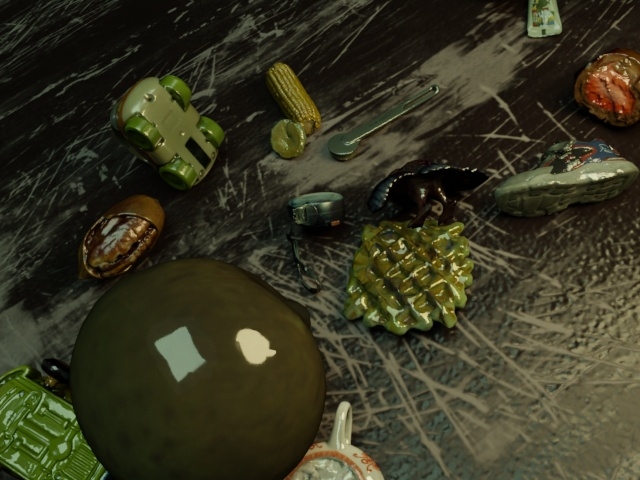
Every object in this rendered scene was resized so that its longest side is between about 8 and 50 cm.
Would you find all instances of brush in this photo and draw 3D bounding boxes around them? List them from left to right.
[{"bbox_3d":[0.131,-0.239,1.207,0.266,0.027,0.062,-32,55,-11],"label":"brush"}]

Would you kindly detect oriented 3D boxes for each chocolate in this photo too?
[{"bbox_3d":[0.521,-0.261,1.053,0.127,0.124,0.133,-25,85,-6],"label":"chocolate"}]

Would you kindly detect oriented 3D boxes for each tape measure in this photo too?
[{"bbox_3d":[-0.001,0.001,1.077,0.107,0.104,0.180,-8,88,-16],"label":"tape measure"}]

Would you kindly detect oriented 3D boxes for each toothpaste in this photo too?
[{"bbox_3d":[0.474,-0.530,1.292,0.067,0.037,0.256,-1,61,15],"label":"toothpaste"}]

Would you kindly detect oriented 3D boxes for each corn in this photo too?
[{"bbox_3d":[-0.060,-0.300,1.272,0.068,0.068,0.207,-27,58,-3],"label":"corn"}]

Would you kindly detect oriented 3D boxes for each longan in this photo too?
[{"bbox_3d":[-0.154,0.180,0.808,0.360,0.361,0.361,-7,56,11],"label":"longan"}]

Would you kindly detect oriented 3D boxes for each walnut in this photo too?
[{"bbox_3d":[-0.381,-0.002,1.143,0.115,0.116,0.207,35,73,32],"label":"walnut"}]

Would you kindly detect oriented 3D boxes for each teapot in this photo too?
[{"bbox_3d":[0.014,0.339,0.803,0.159,0.116,0.246,-9,57,25],"label":"teapot"}]

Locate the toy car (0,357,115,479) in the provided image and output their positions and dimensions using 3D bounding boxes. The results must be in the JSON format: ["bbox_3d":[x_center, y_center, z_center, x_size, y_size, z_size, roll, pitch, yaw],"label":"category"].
[{"bbox_3d":[-0.403,0.306,0.924,0.247,0.142,0.200,27,68,18],"label":"toy car"}]

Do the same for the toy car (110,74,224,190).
[{"bbox_3d":[-0.337,-0.215,1.216,0.235,0.235,0.145,16,62,24],"label":"toy car"}]

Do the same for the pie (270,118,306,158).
[{"bbox_3d":[-0.066,-0.204,1.217,0.084,0.020,0.085,6,102,28],"label":"pie"}]

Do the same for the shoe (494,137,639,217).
[{"bbox_3d":[0.395,-0.121,0.999,0.227,0.099,0.126,-10,63,3],"label":"shoe"}]

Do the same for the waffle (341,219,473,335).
[{"bbox_3d":[0.145,0.053,0.987,0.203,0.054,0.224,4,57,18],"label":"waffle"}]

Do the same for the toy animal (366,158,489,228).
[{"bbox_3d":[0.168,-0.104,1.028,0.218,0.116,0.179,-15,31,-17],"label":"toy animal"}]
